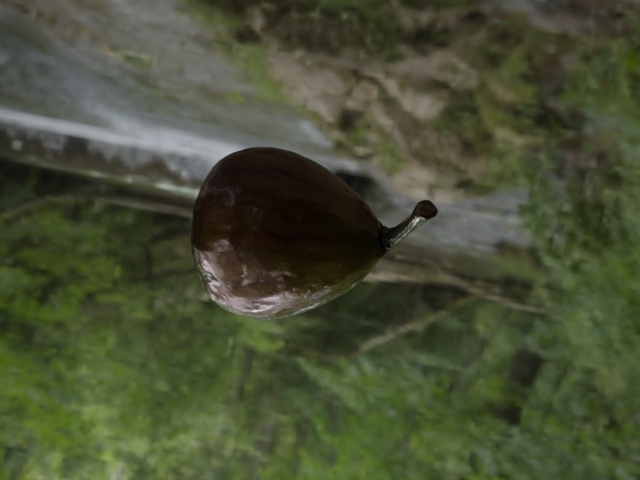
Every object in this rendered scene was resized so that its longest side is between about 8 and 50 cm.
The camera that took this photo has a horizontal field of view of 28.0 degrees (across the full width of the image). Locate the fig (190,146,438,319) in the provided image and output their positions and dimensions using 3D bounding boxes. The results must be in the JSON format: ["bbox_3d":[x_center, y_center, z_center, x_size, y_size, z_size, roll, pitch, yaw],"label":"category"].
[{"bbox_3d":[0.000,0.000,0.629,0.125,0.089,0.089,7,179,28],"label":"fig"}]
